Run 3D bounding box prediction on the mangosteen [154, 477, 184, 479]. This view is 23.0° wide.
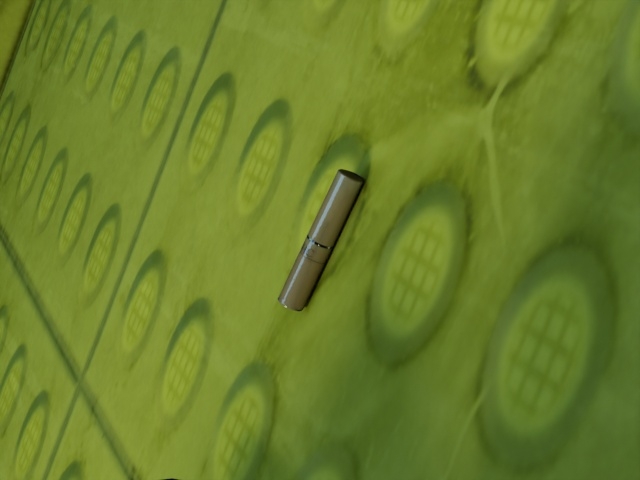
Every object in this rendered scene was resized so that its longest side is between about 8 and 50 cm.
[{"bbox_3d":[-0.057,0.257,0.443,0.421,0.381,0.381,20,91,56],"label":"mangosteen"}]

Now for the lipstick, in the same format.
[{"bbox_3d":[0.000,0.000,0.987,0.094,0.019,0.019,-65,22,14],"label":"lipstick"}]
